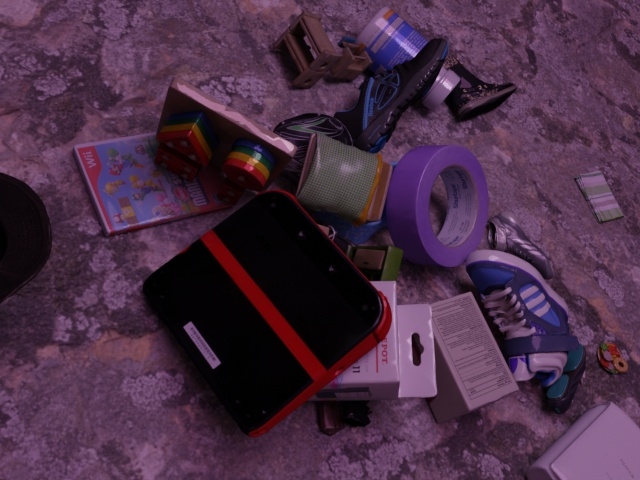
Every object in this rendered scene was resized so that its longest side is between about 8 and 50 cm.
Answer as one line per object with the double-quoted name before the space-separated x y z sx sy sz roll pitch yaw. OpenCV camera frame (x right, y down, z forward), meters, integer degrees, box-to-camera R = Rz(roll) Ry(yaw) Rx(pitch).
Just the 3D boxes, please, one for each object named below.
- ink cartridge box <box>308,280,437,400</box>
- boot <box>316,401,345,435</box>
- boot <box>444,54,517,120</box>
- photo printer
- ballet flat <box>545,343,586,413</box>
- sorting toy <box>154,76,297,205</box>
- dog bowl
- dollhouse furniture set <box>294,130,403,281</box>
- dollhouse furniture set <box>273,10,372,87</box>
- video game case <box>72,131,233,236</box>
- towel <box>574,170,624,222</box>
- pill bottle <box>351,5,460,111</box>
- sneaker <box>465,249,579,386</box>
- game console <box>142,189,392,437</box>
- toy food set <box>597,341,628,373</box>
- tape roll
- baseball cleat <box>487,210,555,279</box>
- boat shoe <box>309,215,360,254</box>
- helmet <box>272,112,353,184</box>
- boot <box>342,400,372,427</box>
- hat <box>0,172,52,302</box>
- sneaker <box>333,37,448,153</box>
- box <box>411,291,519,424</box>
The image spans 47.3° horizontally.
"ink cartridge box" 0.042 0.189 1.379 0.353 0.119 0.207 -2 61 3
"boot" -0.006 0.324 1.423 0.106 0.037 0.114 1 68 -28
"boot" 0.424 -0.441 2.023 0.236 0.085 0.178 -26 76 -34
"photo printer" 0.622 0.515 1.589 0.307 0.107 0.256 -27 78 -35
"ballet flat" 0.575 0.326 1.700 0.074 0.074 0.203 43 47 0
"sorting toy" -0.206 -0.170 1.433 0.257 0.255 0.089 29 70 -10
"dog bowl" 0.128 -0.096 1.693 0.297 0.074 0.166 -15 71 -33
"dollhouse furniture set" 0.062 -0.060 1.486 0.197 0.151 0.301 17 83 -29
"dollhouse furniture set" 0.005 -0.462 1.813 0.183 0.129 0.129 -6 65 -50
"video game case" -0.338 -0.130 1.508 0.285 0.025 0.204 -16 72 -32
"towel" 0.797 -0.127 2.077 0.113 0.023 0.152 -12 70 -30
"pill bottle" 0.223 -0.462 1.892 0.272 0.152 0.152 40 54 -2
"sneaker" 0.440 0.190 1.641 0.323 0.130 0.236 35 53 -23
"game console" -0.098 0.112 1.341 0.342 0.060 0.386 -39 62 -7
"toy food set" 0.722 0.291 1.814 0.082 0.020 0.083 3 63 -25
"tape roll" 0.270 -0.079 1.661 0.275 0.090 0.275 -4 96 -44
"baseball cleat" 0.489 0.026 1.823 0.109 0.072 0.206 -28 74 -21
"boat shoe" 0.000 0.000 1.576 0.233 0.079 0.084 24 55 -15
"helmet" -0.027 -0.198 1.615 0.161 0.169 0.169 -24 76 -39
"boot" 0.055 0.307 1.437 0.121 0.045 0.099 33 49 -38
"hat" -0.614 0.033 1.215 0.331 0.134 0.331 5 54 -7
"sneaker" 0.173 -0.370 1.761 0.139 0.125 0.341 40 87 11
"box" 0.285 0.248 1.553 0.148 0.127 0.232 -13 71 -32
